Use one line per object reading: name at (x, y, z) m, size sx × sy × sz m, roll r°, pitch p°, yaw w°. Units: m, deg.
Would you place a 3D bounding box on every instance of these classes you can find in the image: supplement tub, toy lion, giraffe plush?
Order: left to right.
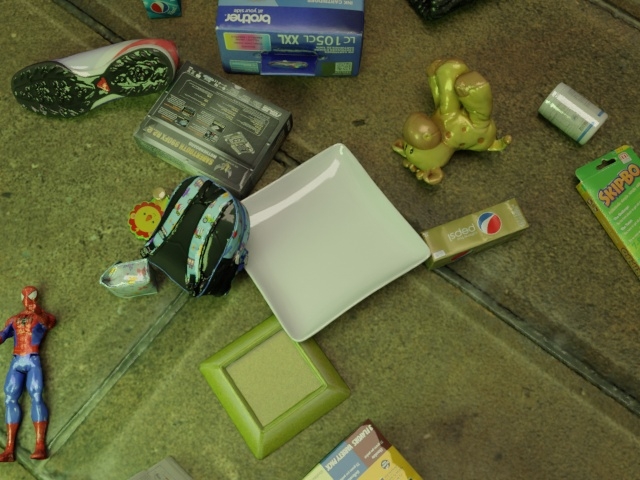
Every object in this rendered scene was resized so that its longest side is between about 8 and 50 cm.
toy lion at (-0.287, -0.037, 1.197) m, size 0.100 × 0.034 × 0.096 m, roll 36°, pitch 82°, yaw 10°
giraffe plush at (0.215, -0.197, 1.205) m, size 0.170 × 0.181 × 0.210 m, roll -33°, pitch 109°, yaw -1°
supplement tub at (0.467, -0.234, 1.247) m, size 0.107 × 0.071 × 0.071 m, roll 42°, pitch 76°, yaw 12°

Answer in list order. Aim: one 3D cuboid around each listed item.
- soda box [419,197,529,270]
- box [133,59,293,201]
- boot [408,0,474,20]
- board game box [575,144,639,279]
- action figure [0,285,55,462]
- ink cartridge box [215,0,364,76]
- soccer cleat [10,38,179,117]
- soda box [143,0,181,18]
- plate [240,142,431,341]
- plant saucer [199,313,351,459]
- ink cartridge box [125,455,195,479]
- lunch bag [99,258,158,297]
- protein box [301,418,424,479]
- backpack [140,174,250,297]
soda box at (0.263, -0.010, 1.174) m, size 0.181 × 0.061 × 0.058 m, roll -19°, pitch 72°, yaw -7°
box at (-0.194, -0.202, 1.237) m, size 0.231 × 0.056 × 0.183 m, roll 27°, pitch 74°, yaw 9°
boot at (0.258, -0.622, 1.343) m, size 0.260 × 0.131 × 0.348 m, roll -21°, pitch 73°, yaw -7°
board game box at (0.569, -0.039, 1.202) m, size 0.124 × 0.039 × 0.259 m, roll -26°, pitch 76°, yaw -10°
action figure at (-0.477, 0.197, 1.063) m, size 0.091 × 0.139 × 0.280 m, roll -4°, pitch 69°, yaw -3°
ink cartridge box at (-0.051, -0.465, 1.282) m, size 0.270 × 0.151 × 0.396 m, roll 1°, pitch 73°, yaw 0°
soccer cleat at (-0.414, -0.309, 1.259) m, size 0.318 × 0.109 × 0.116 m, roll -10°, pitch 32°, yaw 9°
soda box at (-0.319, -0.552, 1.345) m, size 0.067 × 0.071 × 0.210 m, roll -5°, pitch 72°, yaw -1°
plate at (0.000, 0.000, 1.164) m, size 0.278 × 0.045 × 0.277 m, roll -32°, pitch 68°, yaw -11°
plant saucer at (-0.076, 0.225, 1.101) m, size 0.188 × 0.045 × 0.188 m, roll -34°, pitch 75°, yaw -11°
ink cartridge box at (-0.219, 0.413, 0.959) m, size 0.181 × 0.224 × 0.056 m, roll 40°, pitch 97°, yaw 12°
lunch bag at (-0.323, 0.065, 1.139) m, size 0.083 × 0.071 × 0.053 m, roll -12°, pitch 70°, yaw -4°
protein box at (0.079, 0.382, 0.967) m, size 0.136 × 0.201 × 0.200 m, roll -40°, pitch 76°, yaw -13°
backpack at (-0.186, -0.011, 1.101) m, size 0.158 × 0.117 × 0.173 m, roll 33°, pitch 101°, yaw 28°
